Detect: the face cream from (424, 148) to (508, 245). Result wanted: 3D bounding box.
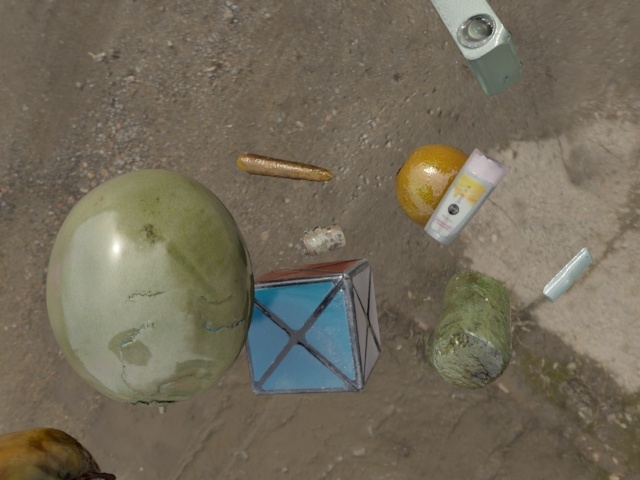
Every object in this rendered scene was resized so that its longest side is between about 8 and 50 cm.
[{"bbox_3d":[0.398,-0.118,1.402,0.107,0.073,0.269,36,109,12],"label":"face cream"}]

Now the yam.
[{"bbox_3d":[0.399,0.227,1.310,0.195,0.300,0.195,10,126,14],"label":"yam"}]

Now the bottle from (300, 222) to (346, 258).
[{"bbox_3d":[0.000,0.001,1.668,0.152,0.099,0.098,-17,106,-12],"label":"bottle"}]

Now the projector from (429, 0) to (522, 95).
[{"bbox_3d":[0.366,-0.493,1.187,0.108,0.198,0.250,-30,66,23],"label":"projector"}]

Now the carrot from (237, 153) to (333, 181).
[{"bbox_3d":[-0.105,-0.210,1.499,0.315,0.066,0.066,13,112,20],"label":"carrot"}]

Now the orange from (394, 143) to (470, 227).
[{"bbox_3d":[0.369,-0.169,1.586,0.275,0.274,0.274,5,110,13],"label":"orange"}]

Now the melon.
[{"bbox_3d":[-0.229,0.070,0.699,0.269,0.268,0.329,-16,78,20],"label":"melon"}]

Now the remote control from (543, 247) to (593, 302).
[{"bbox_3d":[0.655,0.094,1.325,0.162,0.029,0.061,-47,131,5],"label":"remote control"}]

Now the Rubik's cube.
[{"bbox_3d":[-0.012,0.189,1.138,0.260,0.255,0.259,-10,94,18],"label":"Rubik's cube"}]

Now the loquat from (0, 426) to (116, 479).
[{"bbox_3d":[-0.261,0.252,0.396,0.234,0.176,0.187,-34,67,7],"label":"loquat"}]
